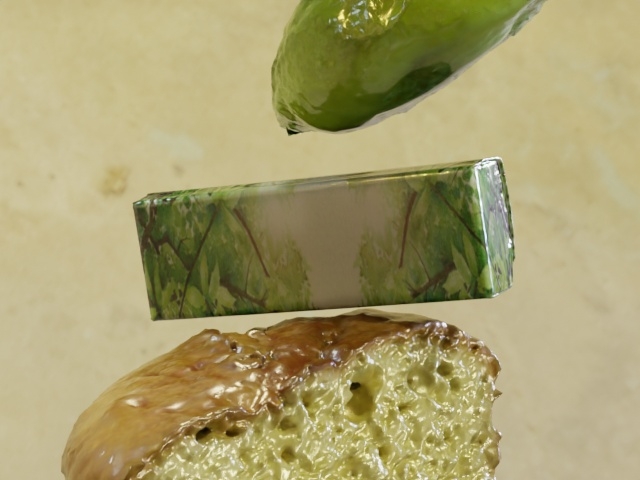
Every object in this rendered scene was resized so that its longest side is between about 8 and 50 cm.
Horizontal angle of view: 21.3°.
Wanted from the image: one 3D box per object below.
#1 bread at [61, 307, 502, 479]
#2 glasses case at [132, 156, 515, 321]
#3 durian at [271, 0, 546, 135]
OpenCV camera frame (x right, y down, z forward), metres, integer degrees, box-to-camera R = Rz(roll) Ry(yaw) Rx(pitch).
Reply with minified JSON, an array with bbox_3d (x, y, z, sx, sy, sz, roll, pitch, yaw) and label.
[{"bbox_3d":[-0.040,0.158,1.171,0.340,0.179,0.194,-21,104,-40],"label":"bread"},{"bbox_3d":[0.000,0.000,1.208,0.062,0.272,0.095,-22,105,-61],"label":"glasses case"},{"bbox_3d":[0.053,-0.136,1.129,0.139,0.250,0.101,18,45,-54],"label":"durian"}]
